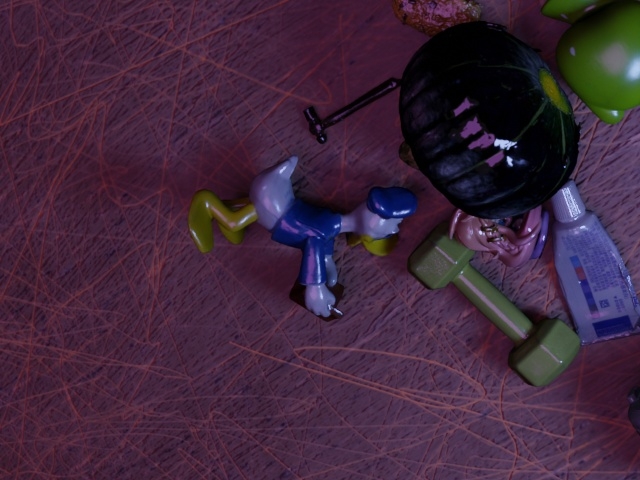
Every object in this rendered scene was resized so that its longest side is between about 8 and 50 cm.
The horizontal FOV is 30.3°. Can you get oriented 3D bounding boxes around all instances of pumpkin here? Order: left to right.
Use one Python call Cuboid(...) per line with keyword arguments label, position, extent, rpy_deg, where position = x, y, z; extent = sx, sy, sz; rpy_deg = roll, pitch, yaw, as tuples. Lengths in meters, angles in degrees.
Cuboid(label="pumpkin", position=(0.218, -0.161, 1.717), extent=(0.295, 0.296, 0.296), rpy_deg=(6, 108, 17))

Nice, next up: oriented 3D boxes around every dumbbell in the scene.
Cuboid(label="dumbbell", position=(0.274, 0.101, 1.878), extent=(0.302, 0.121, 0.108), rpy_deg=(44, 87, 3))

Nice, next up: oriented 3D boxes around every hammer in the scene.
Cuboid(label="hammer", position=(0.054, -0.220, 1.899), extent=(0.178, 0.021, 0.065), rpy_deg=(-28, 95, 24))

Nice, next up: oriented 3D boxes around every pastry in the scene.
Cuboid(label="pastry", position=(0.174, -0.349, 1.797), extent=(0.140, 0.056, 0.080), rpy_deg=(17, 103, 13))

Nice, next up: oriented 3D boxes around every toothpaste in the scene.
Cuboid(label="toothpaste", position=(0.419, 0.034, 1.838), extent=(0.099, 0.068, 0.282), rpy_deg=(0, 120, 50))

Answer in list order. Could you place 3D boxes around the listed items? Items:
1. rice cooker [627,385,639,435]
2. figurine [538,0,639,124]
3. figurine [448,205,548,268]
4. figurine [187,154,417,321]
Cuboid(label="rice cooker", position=(0.602, 0.277, 1.750), extent=(0.227, 0.241, 0.280), rpy_deg=(55, 148, 1))
Cuboid(label="figurine", position=(0.402, -0.304, 1.695), extent=(0.162, 0.143, 0.263), rpy_deg=(-27, 86, 19))
Cuboid(label="figurine", position=(0.278, -0.011, 1.809), extent=(0.157, 0.126, 0.114), rpy_deg=(-8, 77, -11))
Cuboid(label="figurine", position=(0.000, 0.000, 1.896), extent=(0.338, 0.204, 0.284), rpy_deg=(-16, 101, 19))
